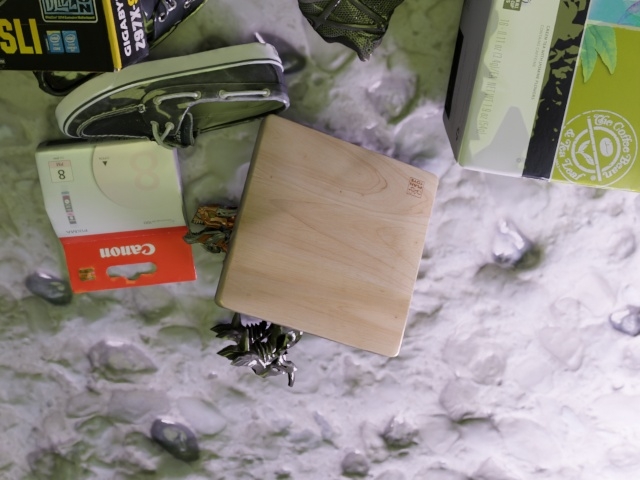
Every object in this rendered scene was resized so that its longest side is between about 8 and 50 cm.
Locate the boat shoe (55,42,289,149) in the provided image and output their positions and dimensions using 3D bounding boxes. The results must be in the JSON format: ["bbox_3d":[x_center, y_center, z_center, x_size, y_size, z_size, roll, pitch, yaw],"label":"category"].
[{"bbox_3d":[-0.189,-0.168,1.587,0.301,0.108,0.102,-14,69,-7],"label":"boat shoe"}]

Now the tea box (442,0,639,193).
[{"bbox_3d":[0.342,-0.252,1.518,0.323,0.220,0.329,7,112,-3],"label":"tea box"}]

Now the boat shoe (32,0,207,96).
[{"bbox_3d":[-0.239,-0.300,1.553,0.340,0.113,0.127,-33,109,13],"label":"boat shoe"}]

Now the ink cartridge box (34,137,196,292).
[{"bbox_3d":[-0.279,-0.032,1.698,0.189,0.066,0.232,-6,108,2],"label":"ink cartridge box"}]

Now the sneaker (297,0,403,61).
[{"bbox_3d":[0.086,-0.311,1.557,0.227,0.087,0.130,-16,122,17],"label":"sneaker"}]

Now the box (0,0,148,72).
[{"bbox_3d":[-0.374,-0.335,1.465,0.322,0.079,0.257,5,117,25],"label":"box"}]

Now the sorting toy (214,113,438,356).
[{"bbox_3d":[0.000,0.000,1.621,0.257,0.089,0.255,19,77,-21],"label":"sorting toy"}]

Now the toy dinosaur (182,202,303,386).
[{"bbox_3d":[-0.048,0.075,1.699,0.322,0.164,0.218,31,94,9],"label":"toy dinosaur"}]
